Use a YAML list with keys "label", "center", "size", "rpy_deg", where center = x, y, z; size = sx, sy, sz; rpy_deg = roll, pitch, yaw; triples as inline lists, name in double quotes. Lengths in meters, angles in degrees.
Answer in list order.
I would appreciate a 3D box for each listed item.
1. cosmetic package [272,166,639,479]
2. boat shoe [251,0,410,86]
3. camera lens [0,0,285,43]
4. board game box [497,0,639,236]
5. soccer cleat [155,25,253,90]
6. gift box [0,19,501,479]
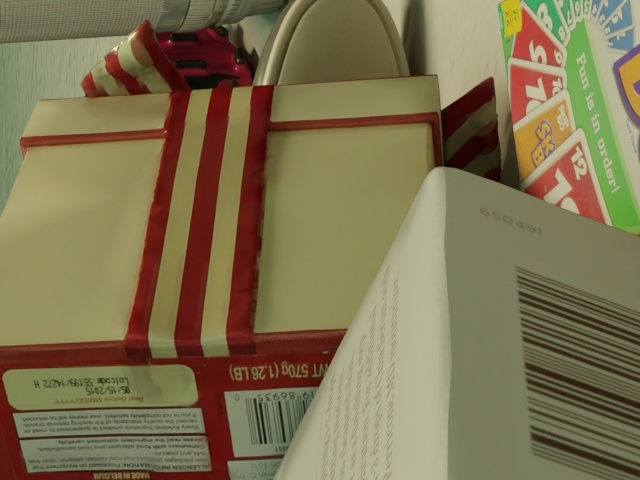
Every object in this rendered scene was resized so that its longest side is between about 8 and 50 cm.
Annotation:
- label: "cosmetic package"
  center: [0.028, 0.226, 0.622]
  size: [0.230, 0.161, 0.453]
  rpy_deg: [-84, 17, -55]
- label: "boat shoe"
  center: [0.000, 0.000, 0.983]
  size: [0.095, 0.112, 0.335]
  rpy_deg: [-148, 51, -66]
- label: "camera lens"
  center: [-0.171, -0.263, 1.153]
  size: [0.219, 0.274, 0.219]
  rpy_deg: [174, 90, -72]
- label: "board game box"
  center: [0.148, -0.065, 0.640]
  size: [0.259, 0.039, 0.124]
  rpy_deg: [171, 92, -69]
- label: "soccer cleat"
  center: [-0.095, -0.050, 1.247]
  size: [0.331, 0.116, 0.143]
  rpy_deg: [-115, 26, -43]
- label: "gift box"
  center: [-0.031, 0.042, 0.795]
  size: [0.258, 0.255, 0.276]
  rpy_deg: [-85, -6, -57]
